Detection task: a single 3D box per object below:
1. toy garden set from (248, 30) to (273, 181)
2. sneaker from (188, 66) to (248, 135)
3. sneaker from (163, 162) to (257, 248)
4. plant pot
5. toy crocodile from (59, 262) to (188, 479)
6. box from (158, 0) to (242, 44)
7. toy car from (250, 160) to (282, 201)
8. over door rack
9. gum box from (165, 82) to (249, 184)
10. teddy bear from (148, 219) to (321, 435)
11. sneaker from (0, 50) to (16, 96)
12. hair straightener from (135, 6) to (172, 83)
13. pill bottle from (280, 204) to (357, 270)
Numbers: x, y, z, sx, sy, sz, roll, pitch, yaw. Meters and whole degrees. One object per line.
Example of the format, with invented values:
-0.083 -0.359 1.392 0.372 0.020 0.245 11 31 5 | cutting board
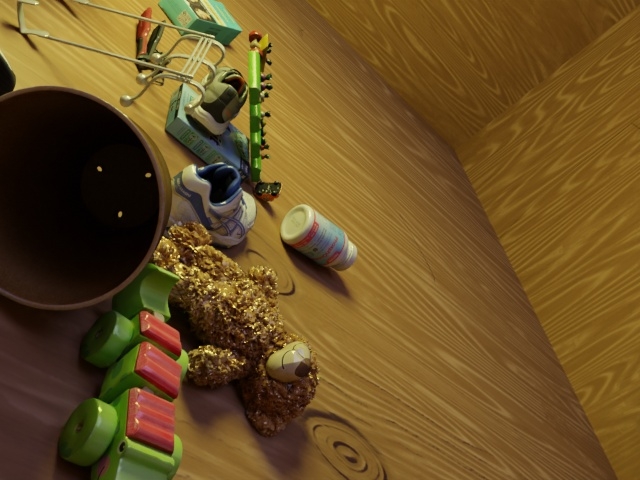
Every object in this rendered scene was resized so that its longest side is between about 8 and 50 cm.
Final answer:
-0.117 -0.274 1.506 0.244 0.049 0.204 95 -7 -51 | toy garden set
-0.183 -0.296 1.501 0.100 0.108 0.271 41 21 -18 | sneaker
-0.162 -0.063 1.246 0.112 0.131 0.296 53 19 9 | sneaker
-0.276 -0.061 0.914 0.237 0.237 0.254 50 7 -5 | plant pot
-0.198 0.165 0.827 0.115 0.105 0.340 38 25 -30 | toy crocodile
-0.294 -0.555 1.878 0.100 0.060 0.244 53 21 5 | box
-0.110 -0.126 1.566 0.040 0.060 0.122 76 3 -50 | toy car
-0.344 -0.342 1.335 0.324 0.108 0.239 24 30 -12 | over door rack
-0.219 -0.209 1.491 0.184 0.041 0.157 39 23 -28 | gum box
-0.121 0.109 1.074 0.338 0.113 0.245 57 24 15 | teddy bear
-0.494 -0.293 1.006 0.228 0.086 0.132 41 21 -23 | sneaker
-0.333 -0.392 1.547 0.089 0.047 0.230 36 26 -35 | hair straightener
0.000 0.000 1.534 0.160 0.087 0.087 34 27 -37 | pill bottle
